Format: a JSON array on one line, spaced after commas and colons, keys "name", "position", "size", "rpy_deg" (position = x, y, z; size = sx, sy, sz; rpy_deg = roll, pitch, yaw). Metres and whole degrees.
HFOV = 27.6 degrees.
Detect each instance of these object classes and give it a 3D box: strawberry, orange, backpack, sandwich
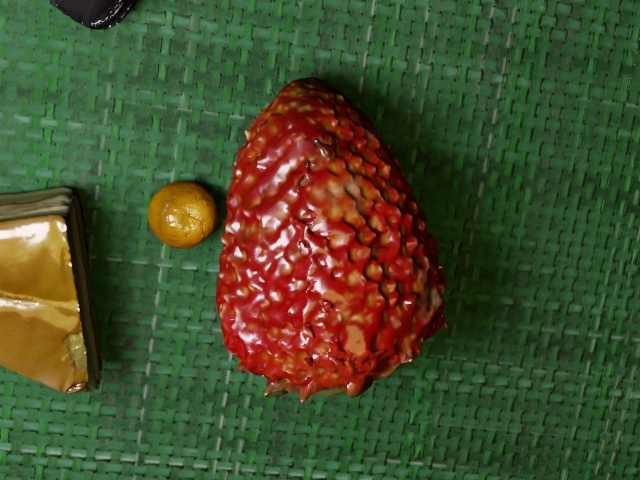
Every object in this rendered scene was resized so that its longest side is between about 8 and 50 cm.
[{"name": "strawberry", "position": [0.001, 0.001, 1.475], "size": [0.292, 0.292, 0.343], "rpy_deg": [-13, 110, -3]}, {"name": "orange", "position": [-0.164, -0.030, 1.553], "size": [0.083, 0.070, 0.083], "rpy_deg": [-3, 99, -16]}, {"name": "backpack", "position": [-0.238, -0.319, 1.441], "size": [0.106, 0.120, 0.165], "rpy_deg": [32, 101, 7]}, {"name": "sandwich", "position": [-0.369, 0.069, 1.515], "size": [0.198, 0.155, 0.227], "rpy_deg": [-7, 107, -3]}]
